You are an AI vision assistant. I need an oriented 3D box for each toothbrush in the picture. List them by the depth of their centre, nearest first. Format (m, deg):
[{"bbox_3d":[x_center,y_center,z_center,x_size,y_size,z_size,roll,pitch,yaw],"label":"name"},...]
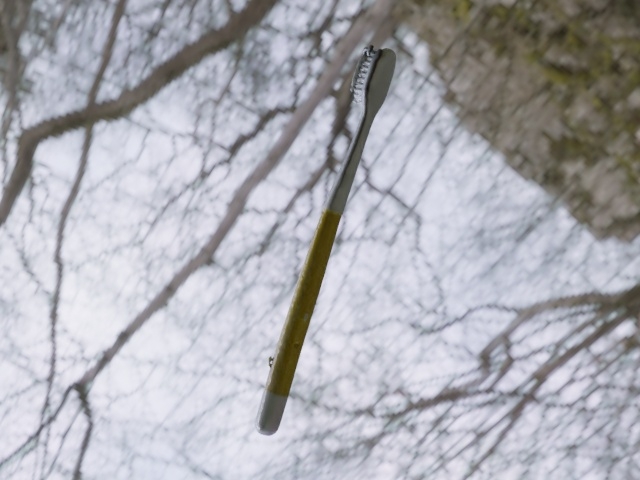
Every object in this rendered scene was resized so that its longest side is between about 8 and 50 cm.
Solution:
[{"bbox_3d":[0.000,0.000,1.183,0.021,0.024,0.288,16,-88,-39],"label":"toothbrush"}]
